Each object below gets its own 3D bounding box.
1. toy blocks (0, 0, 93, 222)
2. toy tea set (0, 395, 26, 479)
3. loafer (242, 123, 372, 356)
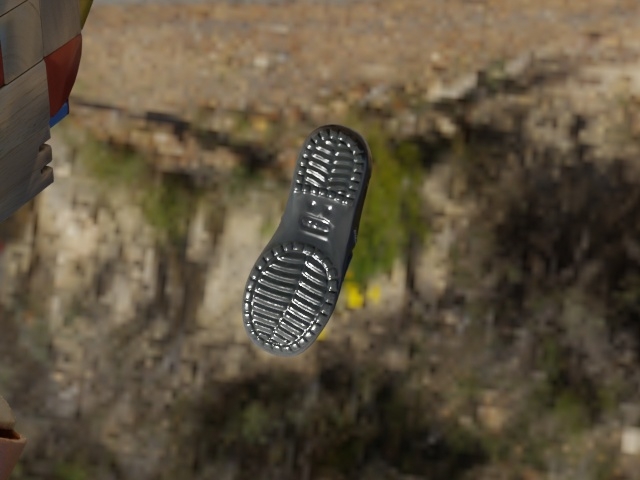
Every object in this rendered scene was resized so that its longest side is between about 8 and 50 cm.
[{"bbox_3d":[-0.237,-0.169,1.256,0.191,0.381,0.261,14,-147,22],"label":"toy blocks"},{"bbox_3d":[-0.276,0.045,0.832,0.200,0.124,0.336,17,177,34],"label":"toy tea set"},{"bbox_3d":[0.000,0.000,1.624,0.080,0.220,0.078,26,-160,10],"label":"loafer"}]
